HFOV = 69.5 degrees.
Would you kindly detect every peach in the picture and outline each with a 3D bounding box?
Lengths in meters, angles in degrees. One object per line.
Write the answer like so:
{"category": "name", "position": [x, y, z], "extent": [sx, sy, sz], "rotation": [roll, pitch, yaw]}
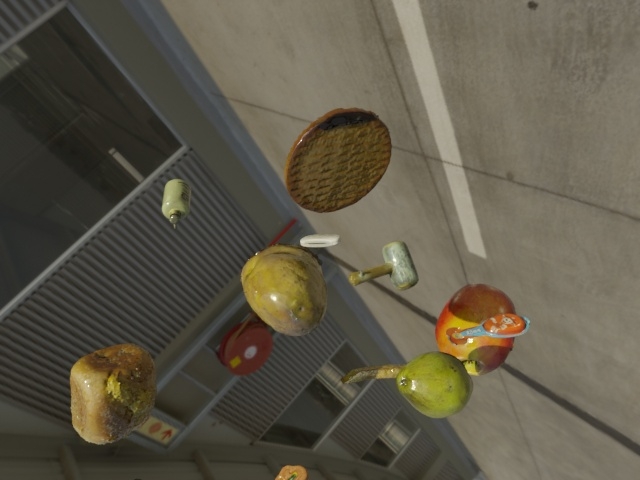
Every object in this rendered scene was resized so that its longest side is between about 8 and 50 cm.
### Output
{"category": "peach", "position": [0.666, 0.349, 1.983], "extent": [0.242, 0.380, 0.306], "rotation": [34, 137, -12]}

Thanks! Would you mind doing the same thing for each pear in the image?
{"category": "pear", "position": [0.374, 0.468, 1.503], "extent": [0.269, 0.212, 0.212], "rotation": [16, 180, -26]}

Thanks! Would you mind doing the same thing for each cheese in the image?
{"category": "cheese", "position": [0.496, 0.261, 1.361], "extent": [0.106, 0.256, 0.037], "rotation": [-108, 8, -66]}

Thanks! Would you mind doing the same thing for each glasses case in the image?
{"category": "glasses case", "position": [0.000, 0.000, 2.075], "extent": [0.193, 0.074, 0.049], "rotation": [-3, 111, 28]}

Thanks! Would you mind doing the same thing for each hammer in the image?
{"category": "hammer", "position": [0.238, 0.117, 1.816], "extent": [0.113, 0.305, 0.202], "rotation": [-43, 63, 57]}

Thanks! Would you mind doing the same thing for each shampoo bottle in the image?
{"category": "shampoo bottle", "position": [-0.425, -0.108, 1.361], "extent": [0.079, 0.079, 0.162], "rotation": [54, -166, -40]}

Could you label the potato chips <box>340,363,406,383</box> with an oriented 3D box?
{"category": "potato chips", "position": [0.281, 0.545, 1.889], "extent": [0.057, 0.407, 0.080], "rotation": [-72, -23, -71]}

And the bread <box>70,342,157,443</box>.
{"category": "bread", "position": [-0.532, 0.415, 1.213], "extent": [0.176, 0.195, 0.246], "rotation": [28, 118, 30]}

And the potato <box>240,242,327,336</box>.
{"category": "potato", "position": [-0.084, 0.133, 1.136], "extent": [0.229, 0.229, 0.266], "rotation": [47, -174, -16]}

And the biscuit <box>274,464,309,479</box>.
{"category": "biscuit", "position": [-0.139, 0.842, 1.386], "extent": [0.202, 0.334, 0.047], "rotation": [45, 172, 36]}

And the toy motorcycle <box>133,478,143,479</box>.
{"category": "toy motorcycle", "position": [-0.528, 0.770, 1.203], "extent": [0.106, 0.270, 0.159], "rotation": [27, 147, -30]}

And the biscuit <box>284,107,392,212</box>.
{"category": "biscuit", "position": [0.050, -0.206, 1.234], "extent": [0.040, 0.318, 0.318], "rotation": [57, 179, 41]}
